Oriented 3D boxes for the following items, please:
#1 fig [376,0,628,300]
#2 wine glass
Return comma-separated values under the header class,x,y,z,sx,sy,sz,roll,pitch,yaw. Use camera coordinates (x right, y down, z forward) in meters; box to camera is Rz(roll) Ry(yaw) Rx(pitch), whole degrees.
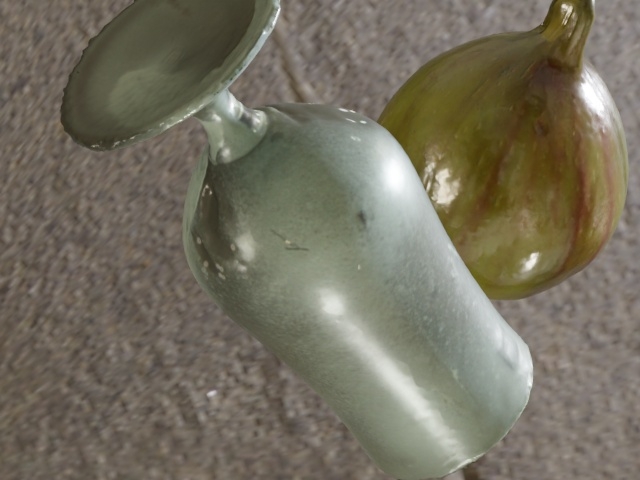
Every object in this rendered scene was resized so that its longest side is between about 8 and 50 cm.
class,x,y,z,sx,sy,sz,roll,pitch,yaw
fig,0.115,-0.055,1.014,0.148,0.186,0.142,-22,66,-37
wine glass,0.000,0.000,0.762,0.103,0.103,0.231,-53,126,-22
